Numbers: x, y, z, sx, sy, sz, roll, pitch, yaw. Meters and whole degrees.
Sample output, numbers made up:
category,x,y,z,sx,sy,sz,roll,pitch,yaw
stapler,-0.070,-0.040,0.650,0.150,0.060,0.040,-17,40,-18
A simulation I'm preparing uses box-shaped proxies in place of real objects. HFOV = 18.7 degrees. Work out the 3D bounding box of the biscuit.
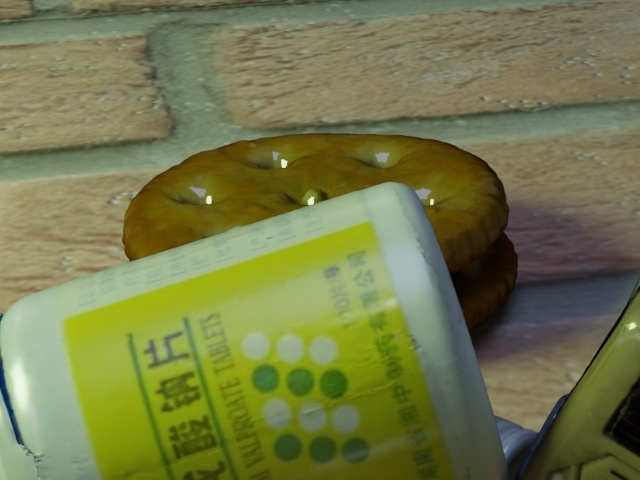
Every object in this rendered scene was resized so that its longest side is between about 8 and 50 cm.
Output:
category,x,y,z,sx,sy,sz,roll,pitch,yaw
biscuit,0.000,0.000,1.083,0.220,0.066,0.220,-4,24,2

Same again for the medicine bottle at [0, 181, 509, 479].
category,x,y,z,sx,sy,sz,roll,pitch,yaw
medicine bottle,-0.062,0.077,0.802,0.258,0.143,0.143,-18,27,2

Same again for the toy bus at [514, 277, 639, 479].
category,x,y,z,sx,sy,sz,roll,pitch,yaw
toy bus,0.197,0.042,0.843,0.139,0.157,0.289,31,35,12

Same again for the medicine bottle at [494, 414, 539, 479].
category,x,y,z,sx,sy,sz,roll,pitch,yaw
medicine bottle,0.055,0.100,0.885,0.089,0.057,0.057,18,33,35
